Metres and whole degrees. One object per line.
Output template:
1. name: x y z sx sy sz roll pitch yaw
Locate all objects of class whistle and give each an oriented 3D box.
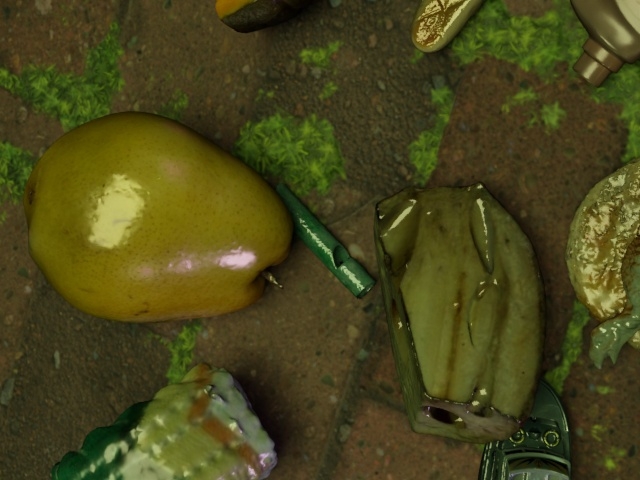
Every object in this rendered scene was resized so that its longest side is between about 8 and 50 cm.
1. whistle: 0.000 0.000 1.597 0.186 0.039 0.039 47 106 14

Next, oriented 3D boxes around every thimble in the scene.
1. thimble: -0.196 0.291 1.561 0.288 0.254 0.167 -37 81 16

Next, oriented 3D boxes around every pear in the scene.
1. pear: -0.213 -0.024 1.550 0.336 0.285 0.284 8 94 20

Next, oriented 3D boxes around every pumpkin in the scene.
1. pumpkin: -0.095 -0.375 1.585 0.131 0.126 0.248 -35 61 25

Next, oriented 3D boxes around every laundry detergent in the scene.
1. laundry detergent: 0.362 -0.315 1.437 0.171 0.076 0.237 42 107 15

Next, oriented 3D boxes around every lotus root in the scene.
1. lotus root: 0.171 0.094 1.483 0.210 0.142 0.314 -1 69 6

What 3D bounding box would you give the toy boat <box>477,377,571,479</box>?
1. toy boat: 0.251 0.313 1.470 0.114 0.122 0.296 6 91 -5

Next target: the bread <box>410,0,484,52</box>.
1. bread: 0.187 -0.331 1.510 0.073 0.053 0.214 39 101 11

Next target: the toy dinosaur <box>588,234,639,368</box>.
1. toy dinosaur: 0.463 0.010 1.350 0.205 0.092 0.393 27 108 18

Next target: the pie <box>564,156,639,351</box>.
1. pie: 0.432 0.022 1.431 0.274 0.055 0.274 1 94 15
